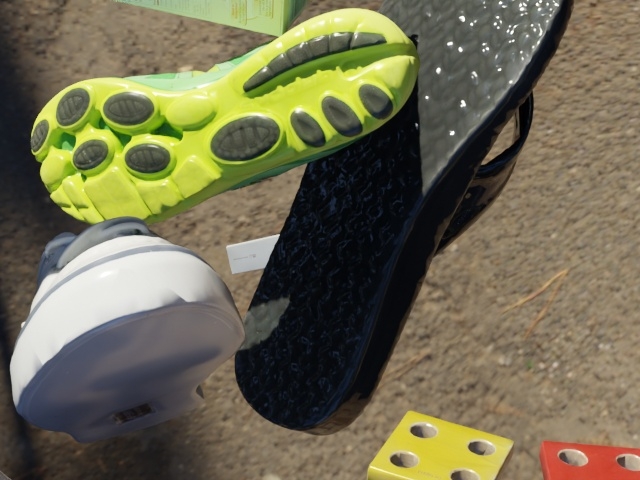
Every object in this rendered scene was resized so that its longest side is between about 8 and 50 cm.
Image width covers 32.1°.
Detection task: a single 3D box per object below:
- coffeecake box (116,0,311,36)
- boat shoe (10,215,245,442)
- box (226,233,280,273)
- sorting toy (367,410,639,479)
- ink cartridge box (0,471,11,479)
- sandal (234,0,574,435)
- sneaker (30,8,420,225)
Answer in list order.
[{"bbox_3d":[-0.088,-0.223,0.806,0.185,0.142,0.068,15,129,13],"label":"coffeecake box"},{"bbox_3d":[-0.095,0.033,0.493,0.258,0.095,0.084,127,126,-68],"label":"boat shoe"},{"bbox_3d":[0.000,0.000,1.347,0.145,0.186,0.038,-11,92,34],"label":"box"},{"bbox_3d":[0.068,0.147,0.345,0.132,0.274,0.046,4,114,-1],"label":"sorting toy"},{"bbox_3d":[-0.233,0.293,0.805,0.065,0.186,0.311,7,148,29],"label":"ink cartridge box"},{"bbox_3d":[0.072,-0.051,0.906,0.167,0.107,0.446,34,99,40],"label":"sandal"},{"bbox_3d":[-0.066,-0.078,0.780,0.295,0.123,0.109,-12,91,19],"label":"sneaker"}]
